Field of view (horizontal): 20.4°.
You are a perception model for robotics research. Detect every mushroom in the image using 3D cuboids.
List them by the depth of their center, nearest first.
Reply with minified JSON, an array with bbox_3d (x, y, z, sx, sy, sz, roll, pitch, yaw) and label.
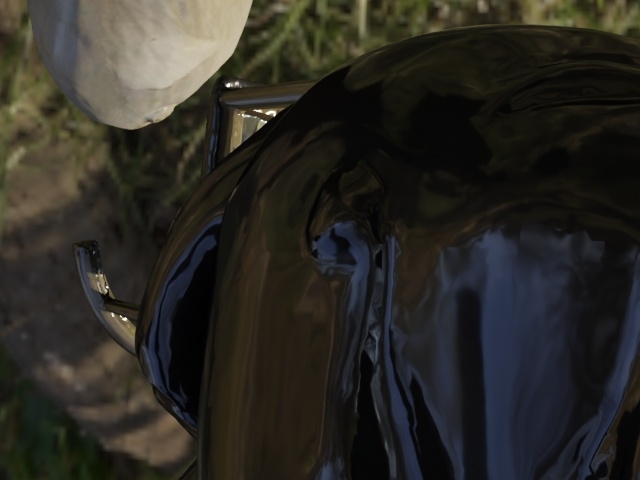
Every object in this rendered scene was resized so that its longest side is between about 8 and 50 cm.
[{"bbox_3d":[-0.075,-0.130,0.690,0.108,0.096,0.247,-26,163,-7],"label":"mushroom"}]

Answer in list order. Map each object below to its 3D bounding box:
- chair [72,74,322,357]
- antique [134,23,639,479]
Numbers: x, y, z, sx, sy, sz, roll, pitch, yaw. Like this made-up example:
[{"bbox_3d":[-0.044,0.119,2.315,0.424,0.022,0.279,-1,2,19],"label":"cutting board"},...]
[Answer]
[{"bbox_3d":[0.000,0.000,1.042,0.188,0.166,0.272,12,171,-41],"label":"chair"},{"bbox_3d":[0.082,0.063,0.475,0.322,0.255,0.185,21,165,24],"label":"antique"}]
